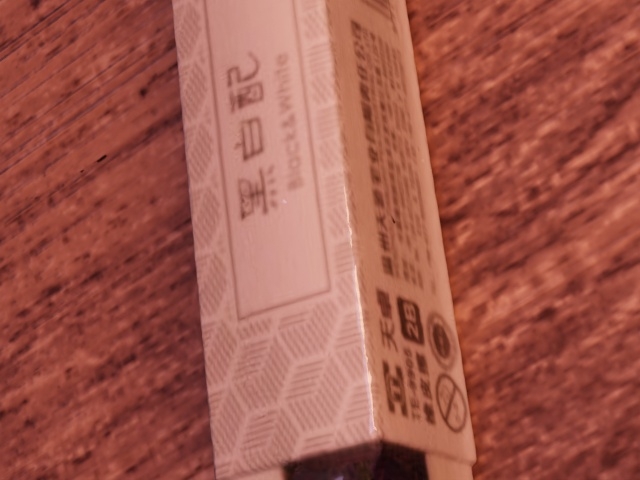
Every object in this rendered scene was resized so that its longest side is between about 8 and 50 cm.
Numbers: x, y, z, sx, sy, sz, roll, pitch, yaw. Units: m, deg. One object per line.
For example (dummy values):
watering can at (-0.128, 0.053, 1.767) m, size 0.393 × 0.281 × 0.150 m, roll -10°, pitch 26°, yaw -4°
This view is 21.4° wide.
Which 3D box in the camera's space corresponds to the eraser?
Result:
eraser at (0.000, 0.000, 0.829) m, size 0.096 × 0.098 × 0.404 m, roll -17°, pitch 67°, yaw 28°
